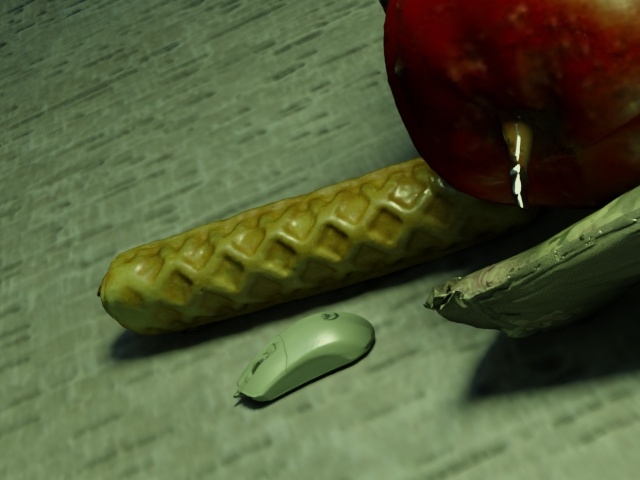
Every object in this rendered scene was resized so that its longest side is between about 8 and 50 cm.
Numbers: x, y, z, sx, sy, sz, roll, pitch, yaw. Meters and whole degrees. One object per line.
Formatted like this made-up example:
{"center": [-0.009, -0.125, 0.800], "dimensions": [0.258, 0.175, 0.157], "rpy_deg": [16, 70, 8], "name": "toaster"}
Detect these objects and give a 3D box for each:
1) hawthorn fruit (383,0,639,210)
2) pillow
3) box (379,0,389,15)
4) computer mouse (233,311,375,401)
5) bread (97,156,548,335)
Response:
{"center": [0.161, -0.113, 1.133], "dimensions": [0.254, 0.254, 0.300], "rpy_deg": [-12, 41, 27], "name": "hawthorn fruit"}
{"center": [0.193, 0.000, 1.066], "dimensions": [0.255, 0.059, 0.169], "rpy_deg": [-29, -11, 34], "name": "pillow"}
{"center": [0.190, -0.231, 1.465], "dimensions": [0.225, 0.190, 0.297], "rpy_deg": [-19, 24, 18], "name": "box"}
{"center": [-0.016, 0.077, 1.226], "dimensions": [0.110, 0.032, 0.056], "rpy_deg": [-27, 23, -3], "name": "computer mouse"}
{"center": [0.000, -0.001, 1.314], "dimensions": [0.367, 0.084, 0.077], "rpy_deg": [-16, 70, 17], "name": "bread"}
